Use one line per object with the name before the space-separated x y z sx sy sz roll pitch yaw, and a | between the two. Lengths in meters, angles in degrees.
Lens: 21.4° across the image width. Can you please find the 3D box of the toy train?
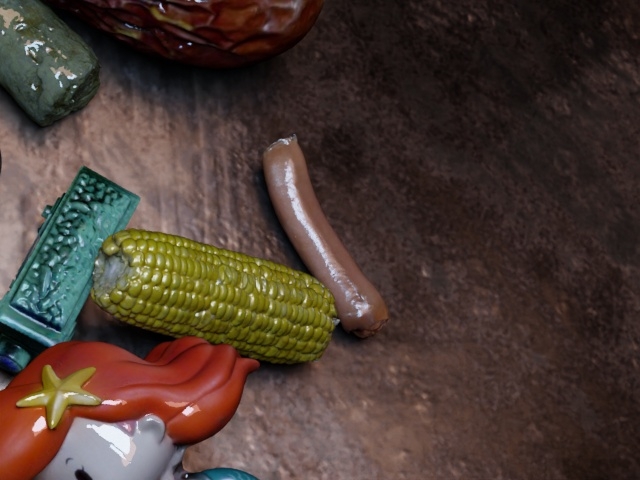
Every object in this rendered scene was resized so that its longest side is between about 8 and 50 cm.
toy train | -0.193 0.020 1.279 0.070 0.099 0.172 29 61 -7

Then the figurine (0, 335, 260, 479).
figurine | -0.109 0.168 1.210 0.208 0.181 0.257 -44 92 -10

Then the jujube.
jujube | -0.112 -0.220 1.368 0.236 0.168 0.168 3 67 -25

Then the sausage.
sausage | 0.001 0.000 1.386 0.040 0.047 0.177 -20 76 -42

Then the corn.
corn | -0.074 0.045 1.285 0.238 0.080 0.080 15 61 -44

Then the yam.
yam | -0.253 -0.172 1.354 0.179 0.078 0.078 45 61 5
